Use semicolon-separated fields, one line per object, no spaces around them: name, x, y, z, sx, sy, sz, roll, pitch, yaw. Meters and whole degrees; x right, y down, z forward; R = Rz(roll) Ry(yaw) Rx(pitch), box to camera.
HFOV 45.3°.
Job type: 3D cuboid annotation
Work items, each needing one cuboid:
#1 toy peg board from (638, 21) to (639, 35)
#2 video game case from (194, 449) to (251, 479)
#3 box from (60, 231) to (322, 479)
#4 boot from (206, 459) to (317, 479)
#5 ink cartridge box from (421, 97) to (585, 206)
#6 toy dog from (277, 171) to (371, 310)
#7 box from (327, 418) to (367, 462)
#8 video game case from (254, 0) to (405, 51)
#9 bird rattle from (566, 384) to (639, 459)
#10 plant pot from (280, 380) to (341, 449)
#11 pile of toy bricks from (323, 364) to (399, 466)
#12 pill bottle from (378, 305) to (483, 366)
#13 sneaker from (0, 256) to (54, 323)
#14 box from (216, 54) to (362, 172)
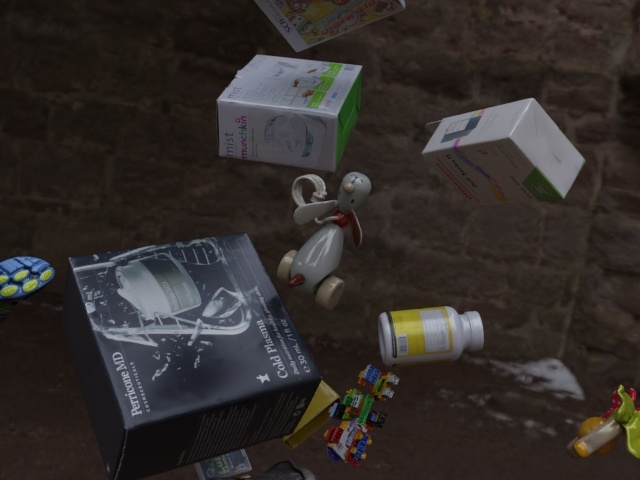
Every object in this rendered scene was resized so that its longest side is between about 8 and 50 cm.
toy peg board;0.617;-0.470;1.349;0.079;0.161;0.160;8;48;19
video game case;-0.304;0.599;2.232;0.173;0.022;0.190;0;54;-44
box;-0.330;0.268;1.865;0.472;0.297;0.479;-10;53;-29
boot;-0.150;0.523;1.645;0.229;0.091;0.263;4;-16;-25
ink cartridge box;0.379;-0.184;1.727;0.207;0.119;0.353;42;-21;-23
toy dog;0.000;0.000;1.792;0.220;0.333;0.161;7;4;20
box;0.072;0.540;2.094;0.028;0.136;0.081;9;-36;45
video game case;0.003;-0.434;1.332;0.227;0.026;0.206;-16;-33;25
bird rattle;0.608;0.390;1.630;0.207;0.143;0.253;-33;-9;2
plant pot;-0.073;0.494;2.360;0.187;0.212;0.212;49;-10;21
pile of toy bricks;0.069;0.360;1.627;0.118;0.212;0.105;35;-26;-18
pill bottle;0.204;0.177;1.433;0.184;0.103;0.103;-5;6;-3
sneaker;-0.504;0.087;1.196;0.188;0.067;0.078;-34;-10;-9
box;-0.054;-0.259;1.501;0.231;0.126;0.262;8;33;9
